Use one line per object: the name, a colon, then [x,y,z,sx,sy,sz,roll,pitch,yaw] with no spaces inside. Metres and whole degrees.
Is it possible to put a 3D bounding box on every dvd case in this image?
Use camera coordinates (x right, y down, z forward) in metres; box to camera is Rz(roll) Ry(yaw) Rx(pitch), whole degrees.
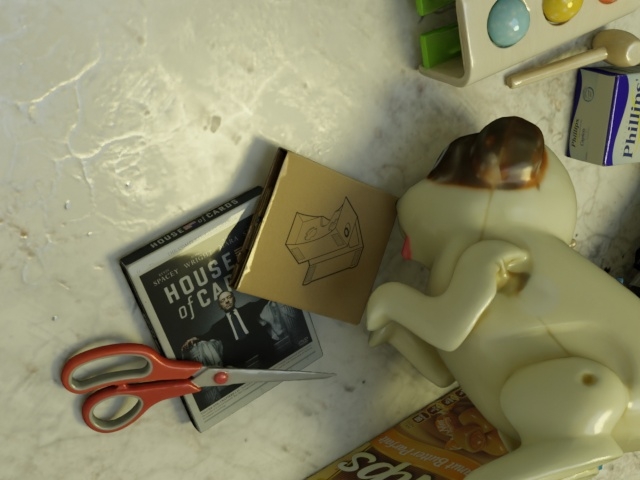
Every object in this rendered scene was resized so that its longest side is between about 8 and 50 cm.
dvd case: [-0.104,0.080,1.032,0.179,0.029,0.238,-30,123,-21]

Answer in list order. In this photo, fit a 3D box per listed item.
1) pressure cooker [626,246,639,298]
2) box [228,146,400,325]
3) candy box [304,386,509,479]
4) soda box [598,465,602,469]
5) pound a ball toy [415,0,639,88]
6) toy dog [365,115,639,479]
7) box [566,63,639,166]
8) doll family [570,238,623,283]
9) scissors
pressure cooker: [0.694,0.046,1.310,0.375,0.370,0.420,36,94,-31]
box: [0.000,0.000,1.046,0.201,0.021,0.164,20,90,-43]
candy box: [0.134,0.326,1.186,0.316,0.183,0.087,-25,119,-23]
soda box: [0.393,0.260,1.399,0.067,0.071,0.210,-14,116,-27]
pound a ball toy: [0.273,-0.258,1.075,0.319,0.136,0.208,-25,120,-22]
toy dog: [0.233,0.061,1.027,0.395,0.408,0.284,-25,158,10]
box: [0.415,-0.172,1.241,0.137,0.072,0.126,-9,113,-29]
doll family: [0.276,0.119,1.227,0.163,0.118,0.263,22,86,-2]
scissors: [-0.127,0.142,0.997,0.297,0.021,0.109,-10,117,-10]
